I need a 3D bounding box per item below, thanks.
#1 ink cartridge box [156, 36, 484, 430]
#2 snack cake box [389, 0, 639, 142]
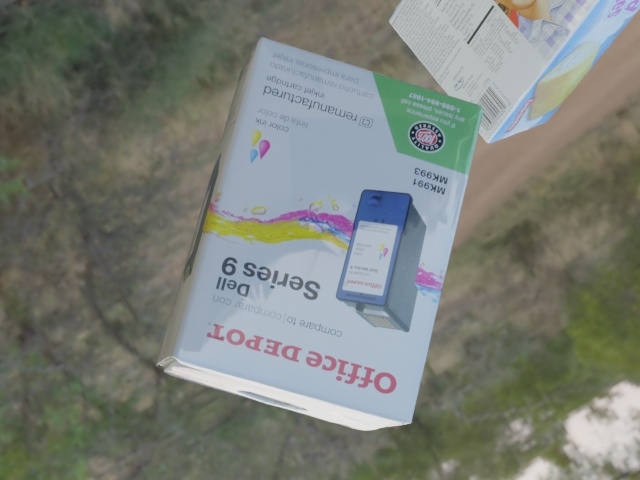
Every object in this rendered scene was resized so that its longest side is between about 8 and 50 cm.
[{"bbox_3d":[0.000,0.000,0.852,0.093,0.154,0.212,144,-38,-75],"label":"ink cartridge box"},{"bbox_3d":[0.182,-0.225,1.107,0.089,0.152,0.264,-21,158,-38],"label":"snack cake box"}]
